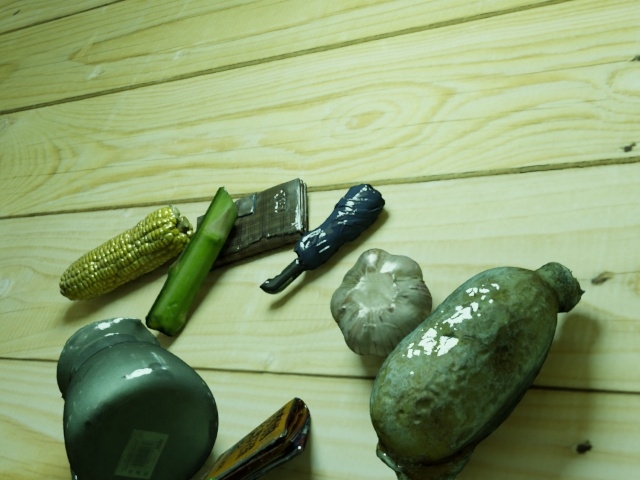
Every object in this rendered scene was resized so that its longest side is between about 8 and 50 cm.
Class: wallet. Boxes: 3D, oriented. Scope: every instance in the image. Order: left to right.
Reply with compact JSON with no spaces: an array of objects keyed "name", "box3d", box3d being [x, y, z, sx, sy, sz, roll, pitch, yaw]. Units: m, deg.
[{"name":"wallet","box3d":[-0.125,-0.024,1.607,0.230,0.042,0.124,-20,52,27]},{"name":"wallet","box3d":[-0.090,0.287,1.245,0.161,0.042,0.195,-33,3,8]}]

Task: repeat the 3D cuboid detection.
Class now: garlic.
[{"name":"garlic","box3d":[0.089,0.092,1.306,0.147,0.102,0.159,-4,65,18]}]

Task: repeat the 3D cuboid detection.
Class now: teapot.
[{"name":"teapot","box3d":[-0.301,0.273,1.420,0.223,0.305,0.285,-13,28,-22]}]

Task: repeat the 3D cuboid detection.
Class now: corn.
[{"name":"corn","box3d":[-0.367,0.033,1.700,0.292,0.101,0.101,-29,43,13]}]

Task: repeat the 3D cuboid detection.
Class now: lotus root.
[{"name":"lotus root","box3d":[0.187,0.147,1.135,0.349,0.175,0.175,-48,42,-11]}]

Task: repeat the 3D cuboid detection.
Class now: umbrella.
[{"name":"umbrella","box3d":[0.005,0.006,1.478,0.248,0.071,0.071,-46,42,2]}]

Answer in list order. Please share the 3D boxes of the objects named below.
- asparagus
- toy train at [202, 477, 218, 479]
[{"name":"asparagus","box3d":[-0.215,0.037,1.573,0.067,0.060,0.277,30,89,37]},{"name":"toy train","box3d":[-0.181,0.422,1.119,0.429,0.249,0.178,-21,46,21]}]
